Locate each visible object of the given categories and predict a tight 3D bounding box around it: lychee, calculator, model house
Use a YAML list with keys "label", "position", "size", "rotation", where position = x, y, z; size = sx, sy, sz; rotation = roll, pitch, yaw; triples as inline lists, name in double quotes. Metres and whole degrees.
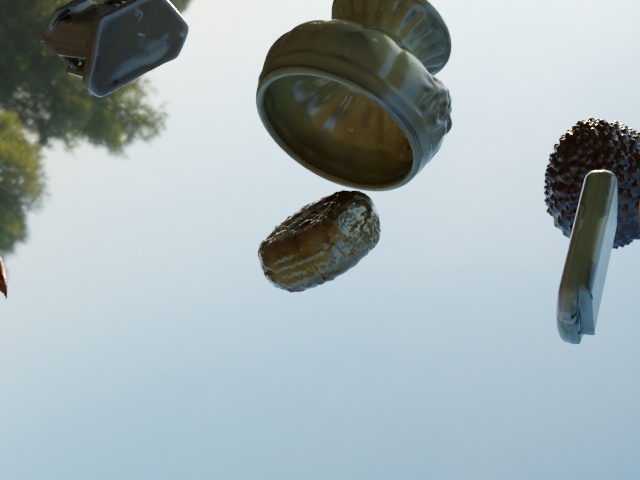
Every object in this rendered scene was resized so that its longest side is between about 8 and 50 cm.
- label: "lychee"
  position: [0.539, -0.118, 1.524]
  size: [0.271, 0.271, 0.271]
  rotation: [-36, -154, 21]
- label: "calculator"
  position: [0.360, 0.020, 1.065]
  size: [0.045, 0.141, 0.246]
  rotation: [9, -117, 25]
- label: "model house"
  position: [-0.363, -0.355, 1.356]
  size: [0.188, 0.122, 0.229]
  rotation: [25, -129, 31]

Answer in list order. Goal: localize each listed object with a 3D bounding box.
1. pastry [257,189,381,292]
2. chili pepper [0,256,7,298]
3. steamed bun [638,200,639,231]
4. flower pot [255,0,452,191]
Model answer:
- label: "pastry"
  position: [0.000, 0.000, 1.202]
  size: [0.192, 0.093, 0.182]
  rotation: [-23, -161, 34]
- label: "chili pepper"
  position: [-0.577, 0.032, 1.395]
  size: [0.045, 0.027, 0.178]
  rotation: [-45, -115, 12]
- label: "steamed bun"
  position: [0.461, 0.018, 0.856]
  size: [0.146, 0.241, 0.164]
  rotation: [-71, 176, -49]
- label: "flower pot"
  position: [0.073, -0.253, 1.254]
  size: [0.307, 0.307, 0.244]
  rotation: [-10, -133, 53]
